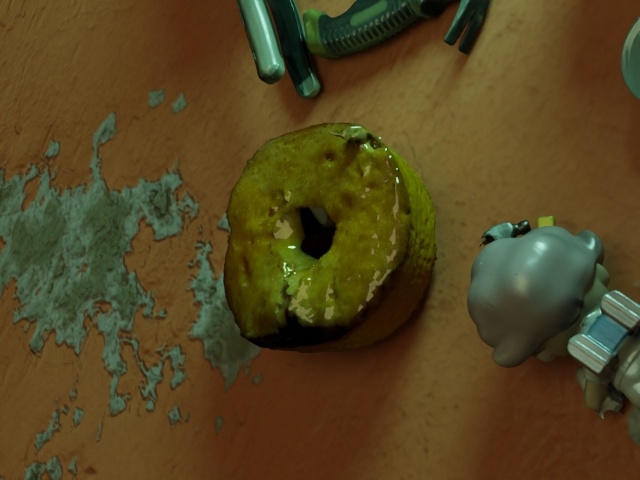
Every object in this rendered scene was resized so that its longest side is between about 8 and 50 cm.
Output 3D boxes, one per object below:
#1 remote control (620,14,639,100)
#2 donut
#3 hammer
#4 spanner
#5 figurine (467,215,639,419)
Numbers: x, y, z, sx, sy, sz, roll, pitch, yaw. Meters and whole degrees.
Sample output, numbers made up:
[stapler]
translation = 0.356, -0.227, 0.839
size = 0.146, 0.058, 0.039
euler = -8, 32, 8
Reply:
[remote control]
translation = 0.347, -0.117, 0.885
size = 0.247, 0.052, 0.104
euler = 45, 109, 39
[donut]
translation = 0.002, -0.001, 1.111
size = 0.254, 0.118, 0.253
euler = -11, 71, 36
[hammer]
translation = 0.079, -0.247, 1.166
size = 0.227, 0.041, 0.158
euler = -18, 64, 36
[spanner]
translation = -0.071, -0.305, 1.276
size = 0.040, 0.096, 0.324
euler = -32, 59, 30
[figurine]
translation = 0.204, 0.061, 0.926
size = 0.229, 0.112, 0.137
euler = 39, 99, 31
